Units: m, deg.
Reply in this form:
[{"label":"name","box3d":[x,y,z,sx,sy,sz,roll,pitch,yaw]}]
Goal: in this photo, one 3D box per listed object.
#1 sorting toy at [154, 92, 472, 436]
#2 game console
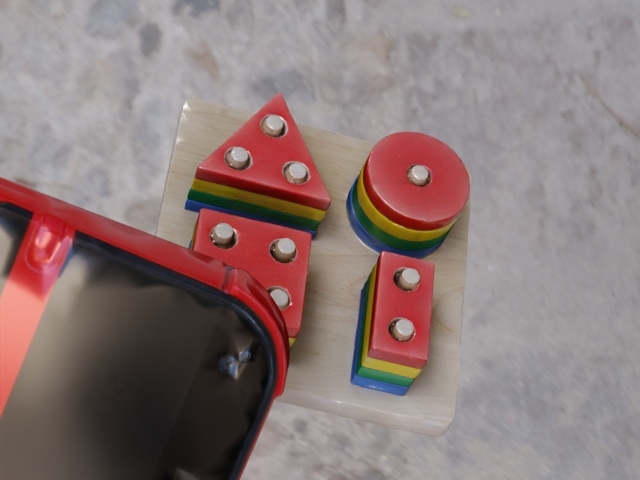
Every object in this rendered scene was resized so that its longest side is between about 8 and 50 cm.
[{"label":"sorting toy","box3d":[0.000,0.000,1.280,0.257,0.089,0.255,13,55,-8]},{"label":"game console","box3d":[-0.230,0.155,1.050,0.342,0.060,0.386,22,98,-8]}]
